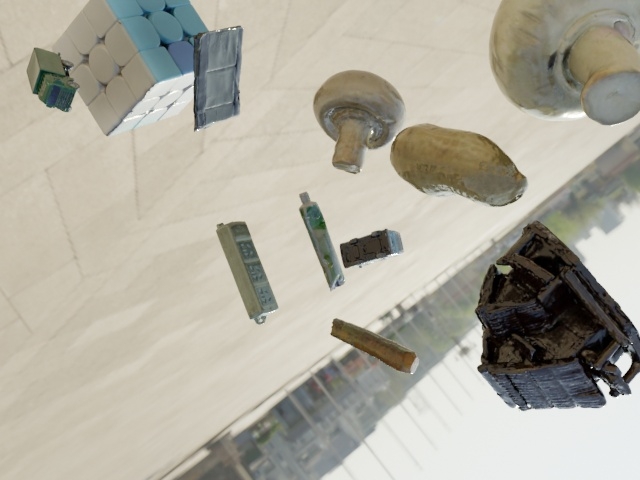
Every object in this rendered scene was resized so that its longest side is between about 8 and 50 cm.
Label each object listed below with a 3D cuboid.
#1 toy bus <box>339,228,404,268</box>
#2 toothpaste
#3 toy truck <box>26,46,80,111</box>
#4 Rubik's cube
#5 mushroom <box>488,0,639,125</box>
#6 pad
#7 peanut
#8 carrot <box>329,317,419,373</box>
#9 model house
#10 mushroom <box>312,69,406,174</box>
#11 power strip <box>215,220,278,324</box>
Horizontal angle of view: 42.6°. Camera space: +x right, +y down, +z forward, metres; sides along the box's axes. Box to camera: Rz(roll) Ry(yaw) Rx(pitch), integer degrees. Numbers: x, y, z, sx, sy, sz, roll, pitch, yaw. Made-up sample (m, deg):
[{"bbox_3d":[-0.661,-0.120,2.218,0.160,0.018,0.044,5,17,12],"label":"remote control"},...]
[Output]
[{"bbox_3d":[0.108,0.018,1.700,0.123,0.060,0.075,-19,168,36],"label":"toy bus"},{"bbox_3d":[0.000,0.000,1.985,0.047,0.248,0.078,-19,-176,32],"label":"toothpaste"},{"bbox_3d":[-0.536,-0.322,1.651,0.079,0.147,0.065,9,123,-35],"label":"toy truck"},{"bbox_3d":[-0.489,-0.500,2.229,0.291,0.292,0.290,-33,179,41],"label":"Rubik's cube"},{"bbox_3d":[0.447,-0.345,1.502,0.315,0.315,0.356,124,-11,-65],"label":"mushroom"},{"bbox_3d":[-0.242,-0.386,1.944,0.174,0.022,0.233,-33,135,-49],"label":"pad"},{"bbox_3d":[0.241,-0.131,1.444,0.122,0.253,0.137,-56,142,-23],"label":"peanut"},{"bbox_3d":[0.139,0.279,2.180,0.070,0.260,0.070,-44,146,-40],"label":"carrot"},{"bbox_3d":[0.437,0.190,1.621,0.282,0.297,0.317,-39,129,-2],"label":"model house"},{"bbox_3d":[0.067,-0.258,1.753,0.209,0.206,0.206,-46,173,-8],"label":"mushroom"},{"bbox_3d":[-0.179,0.073,2.018,0.052,0.272,0.078,-29,169,33],"label":"power strip"}]
